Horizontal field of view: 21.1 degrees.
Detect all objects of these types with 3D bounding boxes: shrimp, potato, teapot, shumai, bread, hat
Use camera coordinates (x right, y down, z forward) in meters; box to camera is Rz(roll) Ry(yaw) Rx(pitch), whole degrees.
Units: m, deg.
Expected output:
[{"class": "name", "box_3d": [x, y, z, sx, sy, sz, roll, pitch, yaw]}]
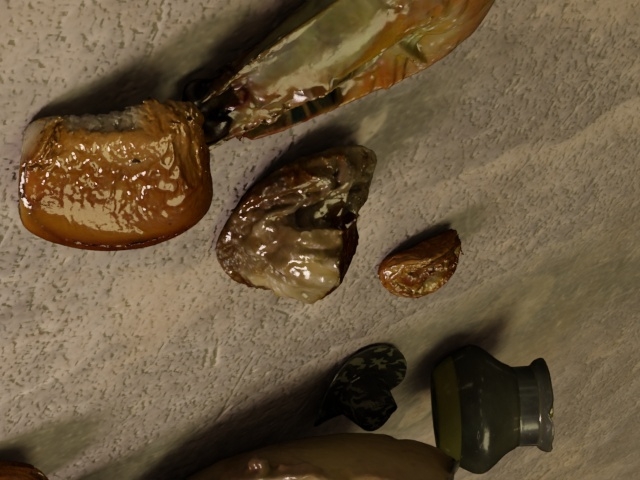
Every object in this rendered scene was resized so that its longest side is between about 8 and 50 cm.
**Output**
[{"class": "shrimp", "box_3d": [0.008, -0.123, 1.159, 0.267, 0.061, 0.145, -33, 161, -9]}, {"class": "potato", "box_3d": [-0.026, 0.231, 1.620, 0.264, 0.189, 0.211, 17, 116, -7]}, {"class": "teapot", "box_3d": [0.173, 0.168, 1.745, 0.119, 0.130, 0.166, -3, -178, -2]}, {"class": "shumai", "box_3d": [-0.010, -0.002, 1.303, 0.139, 0.105, 0.123, -23, 168, 35]}, {"class": "bread", "box_3d": [-0.132, -0.036, 1.107, 0.129, 0.044, 0.126, -5, 139, -7]}, {"class": "hat", "box_3d": [0.046, 0.153, 1.648, 0.121, 0.050, 0.121, -31, 154, -17]}]

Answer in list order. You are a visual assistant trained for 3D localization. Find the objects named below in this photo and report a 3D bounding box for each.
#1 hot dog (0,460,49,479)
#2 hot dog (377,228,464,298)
[{"class": "hot dog", "box_3d": [-0.279, 0.226, 1.364, 0.147, 0.065, 0.099, -33, 155, -32]}, {"class": "hot dog", "box_3d": [0.091, 0.022, 1.509, 0.083, 0.035, 0.058, -24, 147, -23]}]
